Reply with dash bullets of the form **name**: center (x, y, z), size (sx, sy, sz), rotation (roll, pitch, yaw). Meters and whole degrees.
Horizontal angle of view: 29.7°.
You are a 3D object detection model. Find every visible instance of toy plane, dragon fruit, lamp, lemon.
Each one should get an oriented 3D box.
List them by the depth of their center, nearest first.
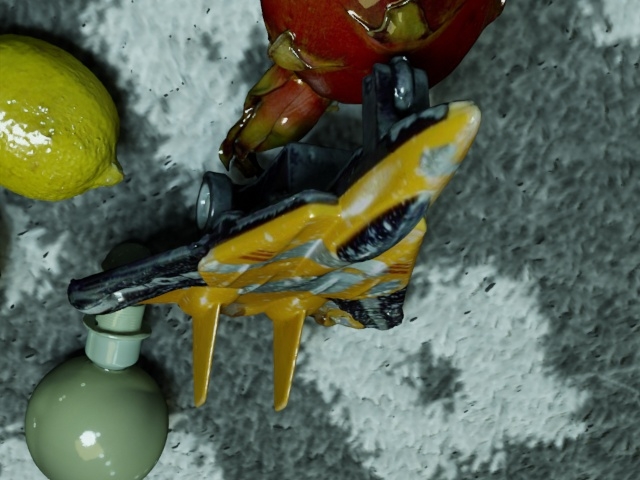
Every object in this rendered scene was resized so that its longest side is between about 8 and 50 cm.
- **toy plane**: center (-0.001, -0.012, 0.602), size (0.204, 0.103, 0.316), rotation (6, 151, -20)
- **dragon fruit**: center (0.009, -0.111, 0.608), size (0.125, 0.125, 0.246), rotation (39, 129, 1)
- **lemon**: center (-0.155, -0.065, 0.663), size (0.110, 0.082, 0.082), rotation (35, 118, -17)
- **lamp**: center (-0.131, 0.078, 0.757), size (0.091, 0.091, 0.163), rotation (14, 106, -5)
